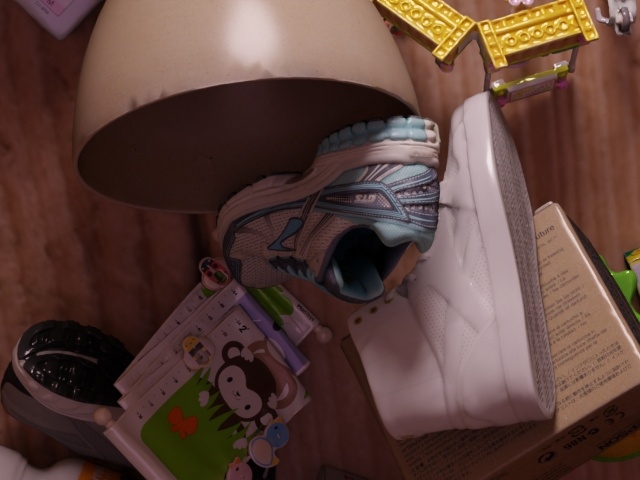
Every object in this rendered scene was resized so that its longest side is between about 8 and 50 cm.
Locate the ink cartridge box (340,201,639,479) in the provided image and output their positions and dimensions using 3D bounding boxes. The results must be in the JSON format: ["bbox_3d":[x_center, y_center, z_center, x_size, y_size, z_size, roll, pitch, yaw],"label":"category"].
[{"bbox_3d":[0.161,0.113,1.574,0.234,0.193,0.088,-34,145,15],"label":"ink cartridge box"}]

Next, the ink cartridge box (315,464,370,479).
[{"bbox_3d":[0.088,0.300,1.645,0.219,0.160,0.092,20,102,-4],"label":"ink cartridge box"}]

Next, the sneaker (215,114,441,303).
[{"bbox_3d":[0.000,0.000,1.513,0.110,0.283,0.122,5,67,-30],"label":"sneaker"}]

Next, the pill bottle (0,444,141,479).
[{"bbox_3d":[-0.191,0.290,1.637,0.278,0.162,0.162,22,102,-6],"label":"pill bottle"}]

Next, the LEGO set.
[{"bbox_3d":[0.129,-0.185,1.583,0.287,0.107,0.132,4,68,3],"label":"LEGO set"}]

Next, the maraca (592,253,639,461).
[{"bbox_3d":[0.249,0.107,1.635,0.127,0.099,0.186,-16,86,24],"label":"maraca"}]

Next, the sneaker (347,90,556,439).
[{"bbox_3d":[0.094,0.022,1.533,0.169,0.108,0.292,-14,64,22],"label":"sneaker"}]

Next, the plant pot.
[{"bbox_3d":[-0.069,-0.159,1.505,0.284,0.284,0.191,-8,71,1],"label":"plant pot"}]

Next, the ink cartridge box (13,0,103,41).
[{"bbox_3d":[-0.211,-0.316,1.553,0.189,0.066,0.232,43,103,-9],"label":"ink cartridge box"}]

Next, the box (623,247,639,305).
[{"bbox_3d":[0.375,0.032,1.646,0.179,0.043,0.105,-18,102,6],"label":"box"}]

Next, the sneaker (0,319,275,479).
[{"bbox_3d":[-0.163,0.163,1.654,0.271,0.100,0.108,27,137,-14],"label":"sneaker"}]

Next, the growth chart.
[{"bbox_3d":[-0.089,0.126,1.617,0.172,0.021,0.237,39,65,-12],"label":"growth chart"}]
